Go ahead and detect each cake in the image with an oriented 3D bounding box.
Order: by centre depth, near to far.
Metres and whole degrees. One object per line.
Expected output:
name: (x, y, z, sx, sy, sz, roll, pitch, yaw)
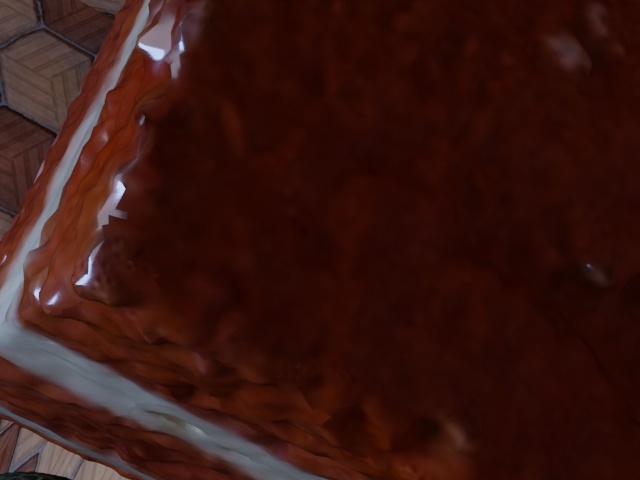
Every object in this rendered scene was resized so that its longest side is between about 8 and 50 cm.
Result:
cake: (0.015, -0.010, 0.612, 0.319, 0.270, 0.269, -26, 38, 63)

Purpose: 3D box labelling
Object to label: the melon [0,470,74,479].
melon: (-0.195, 0.285, 0.805, 0.301, 0.238, 0.237, -60, 17, 5)
